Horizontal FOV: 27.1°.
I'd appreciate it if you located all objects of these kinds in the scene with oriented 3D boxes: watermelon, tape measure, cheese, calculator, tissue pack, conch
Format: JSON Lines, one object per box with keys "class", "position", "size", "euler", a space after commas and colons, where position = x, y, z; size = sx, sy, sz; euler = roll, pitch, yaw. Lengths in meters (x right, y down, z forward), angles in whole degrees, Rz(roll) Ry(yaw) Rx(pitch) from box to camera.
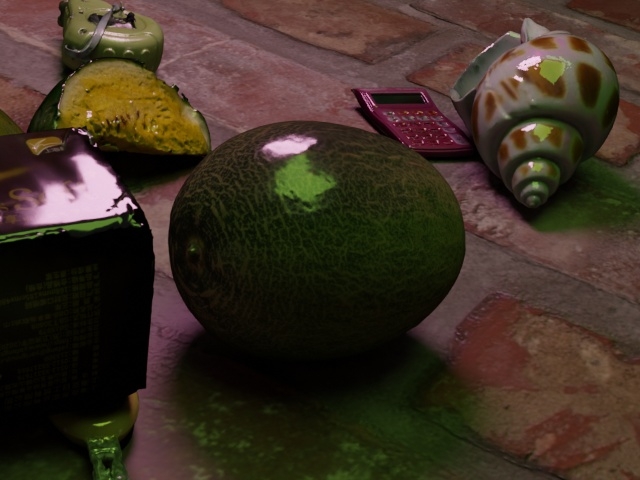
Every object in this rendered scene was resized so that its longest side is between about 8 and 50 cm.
{"class": "watermelon", "position": [-0.250, -0.146, 1.626], "size": [0.301, 0.123, 0.129], "euler": [0, 50, -56]}
{"class": "tape measure", "position": [-0.302, -0.288, 1.909], "size": [0.154, 0.087, 0.177], "euler": [8, 30, -13]}
{"class": "cheese", "position": [-0.194, 0.165, 1.156], "size": [0.086, 0.036, 0.162], "euler": [2, 29, -20]}
{"class": "calculator", "position": [0.136, -0.174, 1.961], "size": [0.127, 0.034, 0.190], "euler": [-2, 37, -30]}
{"class": "tissue pack", "position": [-0.341, 0.049, 1.091], "size": [0.370, 0.210, 0.198], "euler": [-9, 39, -28]}
{"class": "conch", "position": [0.300, -0.187, 1.893], "size": [0.249, 0.197, 0.368], "euler": [-14, 18, 31]}

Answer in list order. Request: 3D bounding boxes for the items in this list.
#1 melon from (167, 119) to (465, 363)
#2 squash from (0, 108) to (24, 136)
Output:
{"class": "melon", "position": [0.000, 0.000, 1.340], "size": [0.329, 0.248, 0.248], "euler": [-1, 30, -41]}
{"class": "squash", "position": [-0.381, -0.114, 1.564], "size": [0.066, 0.066, 0.252], "euler": [-8, 36, -37]}
